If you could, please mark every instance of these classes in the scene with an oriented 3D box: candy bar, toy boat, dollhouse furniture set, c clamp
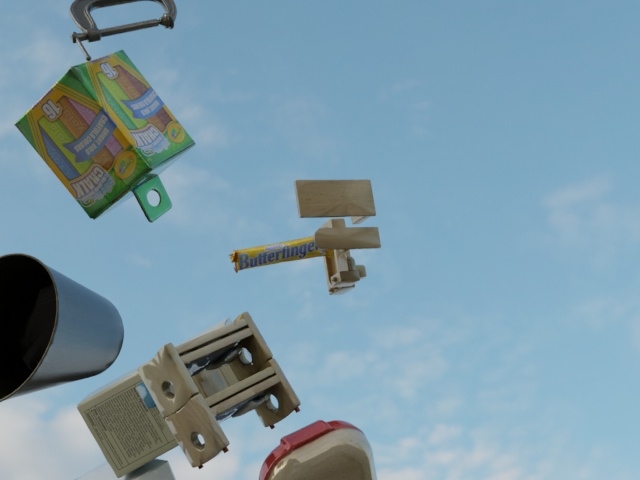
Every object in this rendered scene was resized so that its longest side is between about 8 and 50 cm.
[{"bbox_3d":[-0.059,0.020,1.392,0.162,0.018,0.040,-10,-74,-1],"label":"candy bar"},{"bbox_3d":[-0.014,0.322,1.185,0.151,0.151,0.231,-21,-58,-21],"label":"toy boat"},{"bbox_3d":[0.000,0.000,1.384,0.123,0.144,0.151,-2,-16,-25],"label":"dollhouse furniture set"},{"bbox_3d":[-0.257,-0.287,1.185,0.161,0.137,0.022,-22,-38,-26],"label":"c clamp"},{"bbox_3d":[-0.143,0.194,1.039,0.129,0.129,0.184,-19,-16,-48],"label":"dollhouse furniture set"}]

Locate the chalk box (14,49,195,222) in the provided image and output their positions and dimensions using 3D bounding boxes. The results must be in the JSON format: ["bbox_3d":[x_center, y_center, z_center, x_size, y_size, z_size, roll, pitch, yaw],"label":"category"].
[{"bbox_3d":[-0.271,-0.124,1.218,0.132,0.132,0.213,-36,-83,28],"label":"chalk box"}]

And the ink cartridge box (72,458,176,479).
[{"bbox_3d":[-0.361,0.570,1.705,0.198,0.197,0.270,-9,-76,52],"label":"ink cartridge box"}]

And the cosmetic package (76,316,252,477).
[{"bbox_3d":[-0.270,0.287,1.677,0.310,0.113,0.160,-28,-86,0],"label":"cosmetic package"}]

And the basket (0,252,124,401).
[{"bbox_3d":[-0.380,0.128,1.249,0.154,0.204,0.227,29,-1,17],"label":"basket"}]
